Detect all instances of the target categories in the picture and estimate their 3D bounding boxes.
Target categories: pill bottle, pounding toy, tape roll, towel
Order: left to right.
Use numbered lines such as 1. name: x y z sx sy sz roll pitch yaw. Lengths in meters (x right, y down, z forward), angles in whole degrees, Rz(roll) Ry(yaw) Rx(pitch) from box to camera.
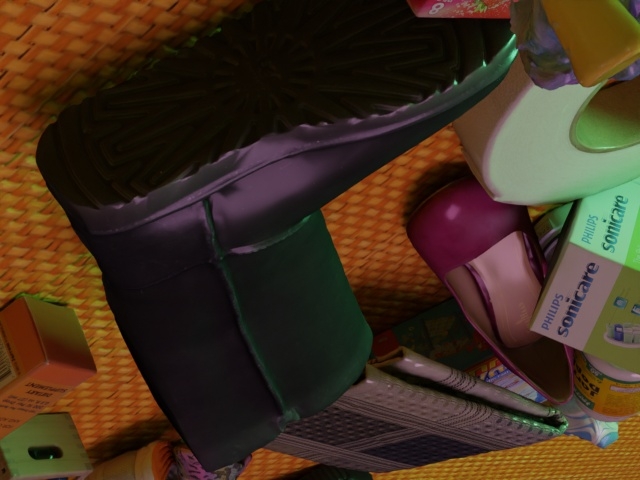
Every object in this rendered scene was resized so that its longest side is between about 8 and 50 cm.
1. pounding toy: -0.328 0.255 1.661 0.130 0.100 0.141 -42 153 30
2. towel: 0.063 0.199 1.857 0.324 0.056 0.312 19 153 -39
3. pill bottle: 0.352 0.141 1.914 0.118 0.117 0.208 -24 157 -8
4. tape roll: 0.304 -0.169 1.495 0.392 0.072 0.392 -23 157 -11

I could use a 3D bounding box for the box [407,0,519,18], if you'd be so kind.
1. box: 0.163 -0.238 1.132 0.257 0.122 0.128 -6 150 -41

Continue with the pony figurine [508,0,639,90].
1. pony figurine: 0.088 -0.255 0.820 0.303 0.363 0.351 -30 174 -13

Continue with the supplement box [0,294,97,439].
1. supplement box: -0.319 0.145 1.473 0.233 0.080 0.078 -34 154 20

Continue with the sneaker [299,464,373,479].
1. sneaker: -0.073 0.405 2.237 0.319 0.112 0.131 -12 150 -29

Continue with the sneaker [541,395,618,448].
1. sneaker: 0.339 0.227 2.231 0.085 0.086 0.237 -26 -166 -7

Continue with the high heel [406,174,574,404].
1. high heel: 0.202 0.055 1.710 0.127 0.181 0.377 -32 157 10

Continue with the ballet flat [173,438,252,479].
1. ballet flat: -0.127 0.269 1.879 0.077 0.079 0.221 16 176 8

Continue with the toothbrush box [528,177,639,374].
1. toothbrush box: 0.380 0.049 1.665 0.206 0.283 0.122 -61 173 -56

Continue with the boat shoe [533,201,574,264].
1. boat shoe: 0.379 -0.005 1.886 0.302 0.094 0.109 -14 154 -28

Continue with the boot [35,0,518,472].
1. boot: -0.002 0.000 1.331 0.367 0.146 0.445 -20 145 -3

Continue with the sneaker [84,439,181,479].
1. sneaker: -0.212 0.295 1.910 0.121 0.099 0.262 -10 158 6

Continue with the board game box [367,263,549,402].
1. board game box: 0.218 0.145 2.038 0.308 0.086 0.302 -26 157 -3
